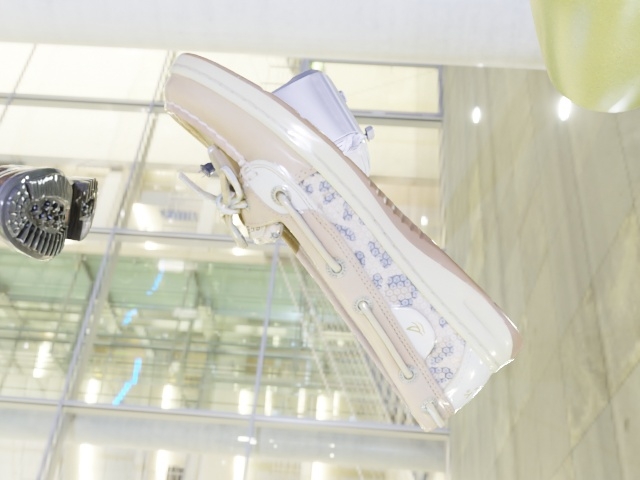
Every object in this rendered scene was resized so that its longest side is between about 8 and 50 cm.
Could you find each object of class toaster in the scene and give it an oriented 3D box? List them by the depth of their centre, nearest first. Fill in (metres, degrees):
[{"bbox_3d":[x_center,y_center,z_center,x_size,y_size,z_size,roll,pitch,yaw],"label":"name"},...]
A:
[{"bbox_3d":[-0.041,-0.111,0.997,0.146,0.227,0.129,55,173,28],"label":"toaster"}]

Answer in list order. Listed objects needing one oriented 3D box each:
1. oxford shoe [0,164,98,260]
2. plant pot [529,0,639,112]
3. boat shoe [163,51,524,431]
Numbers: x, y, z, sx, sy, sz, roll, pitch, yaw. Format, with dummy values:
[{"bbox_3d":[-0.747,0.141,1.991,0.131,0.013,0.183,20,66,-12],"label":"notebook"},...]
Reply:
[{"bbox_3d":[-0.275,-0.031,0.684,0.227,0.096,0.083,-166,88,-83],"label":"oxford shoe"},{"bbox_3d":[0.325,-0.278,0.766,0.294,0.274,0.275,79,-165,-61],"label":"plant pot"},{"bbox_3d":[0.000,0.000,0.469,0.089,0.285,0.104,-47,1,-2],"label":"boat shoe"}]
